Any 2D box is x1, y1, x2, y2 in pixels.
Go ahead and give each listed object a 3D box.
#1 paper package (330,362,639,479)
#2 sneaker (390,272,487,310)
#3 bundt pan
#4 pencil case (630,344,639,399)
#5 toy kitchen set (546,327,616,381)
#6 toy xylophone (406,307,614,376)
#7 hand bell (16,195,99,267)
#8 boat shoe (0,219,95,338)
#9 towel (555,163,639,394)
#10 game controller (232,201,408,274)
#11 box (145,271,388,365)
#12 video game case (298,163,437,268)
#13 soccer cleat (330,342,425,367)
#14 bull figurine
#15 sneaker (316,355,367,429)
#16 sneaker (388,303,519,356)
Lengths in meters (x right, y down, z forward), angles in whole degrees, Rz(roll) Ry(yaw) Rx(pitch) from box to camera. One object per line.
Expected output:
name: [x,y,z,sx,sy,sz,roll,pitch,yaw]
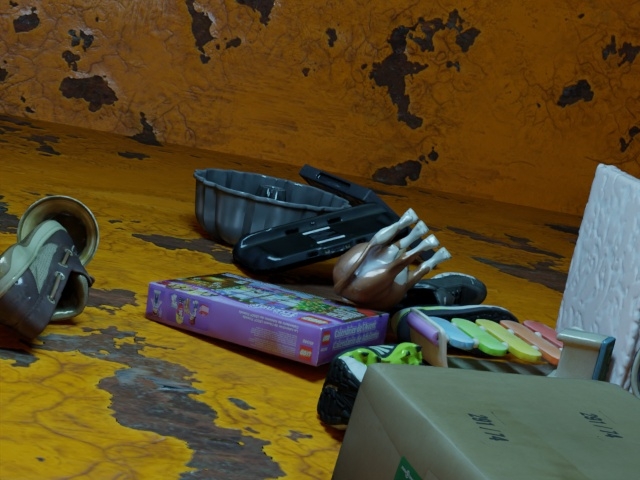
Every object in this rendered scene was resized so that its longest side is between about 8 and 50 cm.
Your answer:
paper package: [0.202,0.243,1.004,0.310,0.168,0.325,7,12,-20]
sneaker: [0.205,0.104,2.015,0.234,0.078,0.106,3,16,-26]
bundt pan: [-0.111,-0.051,2.333,0.331,0.124,0.331,13,10,-2]
pencil case: [0.606,0.185,1.723,0.160,0.183,0.410,-29,-10,32]
toy kitchen set: [0.368,0.192,1.465,0.122,0.166,0.207,17,11,23]
toy xylophone: [0.295,0.177,1.700,0.323,0.081,0.236,6,13,-30]
hand bell: [-0.405,-0.004,1.864,0.126,0.126,0.242,12,-1,-1]
boat shoe: [-0.371,0.061,1.523,0.123,0.123,0.342,41,2,-7]
towel: [0.477,0.061,1.839,0.053,0.331,0.317,11,11,-10]
game controller: [0.000,0.000,2.113,0.319,0.067,0.166,-15,27,-19]
box: [-0.076,0.108,1.647,0.293,0.057,0.201,13,9,28]
video game case: [0.107,-0.053,2.495,0.275,0.035,0.248,41,-9,-37]
soccer cleat: [0.068,0.172,1.561,0.072,0.060,0.179,-9,-4,43]
bull figurine: [0.101,0.047,1.780,0.101,0.188,0.310,51,5,8]
sneaker: [0.082,0.202,1.280,0.108,0.100,0.271,15,9,-17]
sneaker: [0.212,0.132,1.840,0.235,0.084,0.097,8,9,-24]
